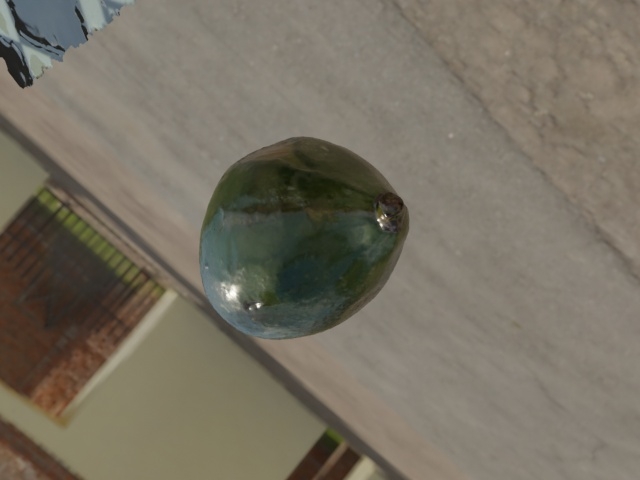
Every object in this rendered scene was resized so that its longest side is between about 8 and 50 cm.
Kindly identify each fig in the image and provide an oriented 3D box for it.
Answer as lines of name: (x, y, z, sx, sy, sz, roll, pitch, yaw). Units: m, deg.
fig: (0.000, 0.000, 1.026, 0.245, 0.195, 0.195, -1, 141, 46)

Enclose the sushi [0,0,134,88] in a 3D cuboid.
sushi: (-0.101, -0.177, 0.316, 0.220, 0.047, 0.231, -13, 114, 57)
